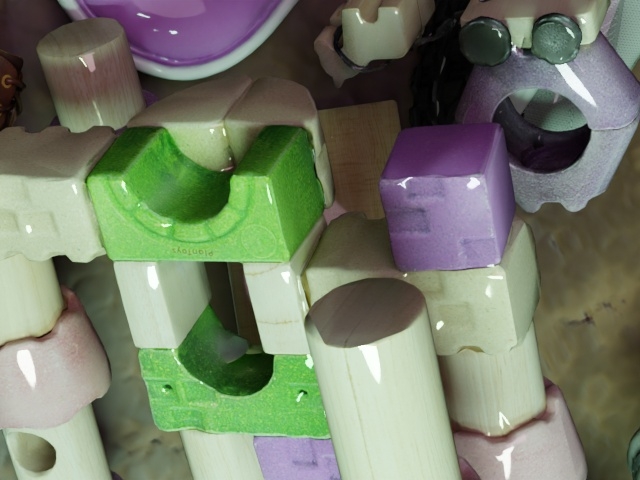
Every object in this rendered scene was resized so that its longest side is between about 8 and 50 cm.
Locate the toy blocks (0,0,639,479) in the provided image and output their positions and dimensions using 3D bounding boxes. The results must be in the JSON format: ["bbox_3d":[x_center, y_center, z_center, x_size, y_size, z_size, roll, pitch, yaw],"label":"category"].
[{"bbox_3d":[-0.018,0.066,0.830,0.288,0.309,0.260,0,123,22],"label":"toy blocks"}]

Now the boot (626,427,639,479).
[{"bbox_3d":[0.234,0.024,0.952,0.246,0.083,0.161,-27,52,-5],"label":"boot"}]

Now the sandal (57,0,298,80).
[{"bbox_3d":[-0.023,-0.281,0.910,0.169,0.102,0.416,22,86,-9],"label":"sandal"}]

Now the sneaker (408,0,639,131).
[{"bbox_3d":[0.133,-0.155,0.951,0.108,0.100,0.271,19,92,-20],"label":"sneaker"}]

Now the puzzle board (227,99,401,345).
[{"bbox_3d":[0.000,0.000,0.958,0.096,0.011,0.128,-9,91,-12],"label":"puzzle board"}]

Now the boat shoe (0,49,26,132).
[{"bbox_3d":[-0.166,-0.071,0.898,0.060,0.064,0.178,-16,90,-9],"label":"boat shoe"}]
